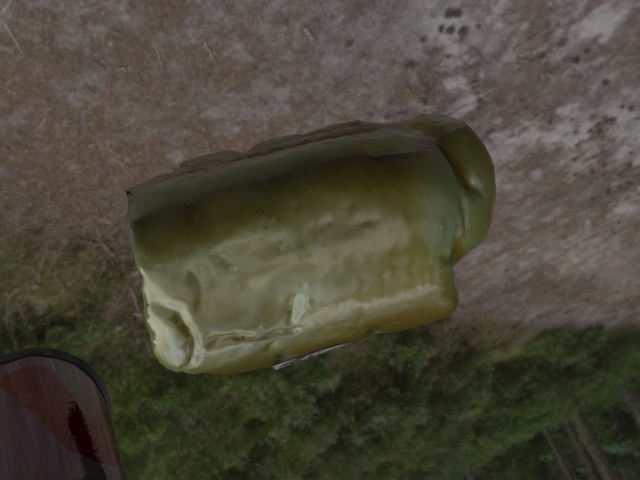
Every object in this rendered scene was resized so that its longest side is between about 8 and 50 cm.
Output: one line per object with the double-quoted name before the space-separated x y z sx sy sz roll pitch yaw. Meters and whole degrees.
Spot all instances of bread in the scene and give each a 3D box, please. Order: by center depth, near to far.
"bread" 0.000 0.000 0.573 0.341 0.210 0.300 -17 -163 -13

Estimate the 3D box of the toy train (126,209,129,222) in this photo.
"toy train" -0.165 0.012 0.880 0.159 0.326 0.129 -36 134 -32

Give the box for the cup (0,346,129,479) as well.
"cup" -0.282 0.243 0.605 0.203 0.203 0.288 -8 -169 -29
